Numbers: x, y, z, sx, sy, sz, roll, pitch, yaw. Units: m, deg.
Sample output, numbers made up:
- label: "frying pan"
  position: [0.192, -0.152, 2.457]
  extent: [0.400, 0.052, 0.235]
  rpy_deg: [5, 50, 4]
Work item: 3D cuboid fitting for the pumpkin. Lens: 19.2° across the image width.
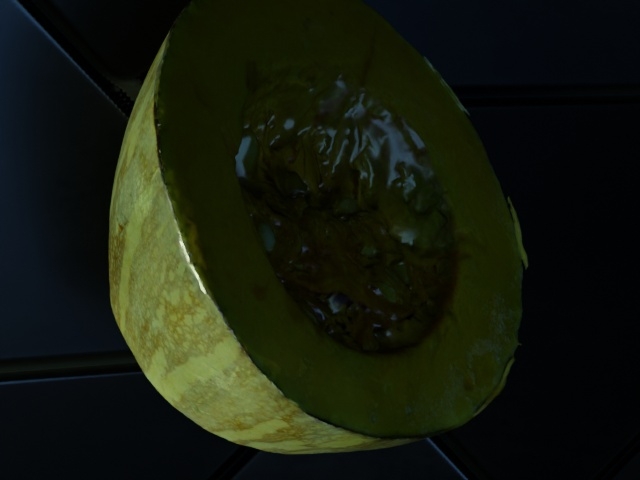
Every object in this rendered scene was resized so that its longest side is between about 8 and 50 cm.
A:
- label: "pumpkin"
  position: [-0.016, 0.002, 0.827]
  extent: [0.217, 0.217, 0.110]
  rpy_deg: [31, 132, -31]
